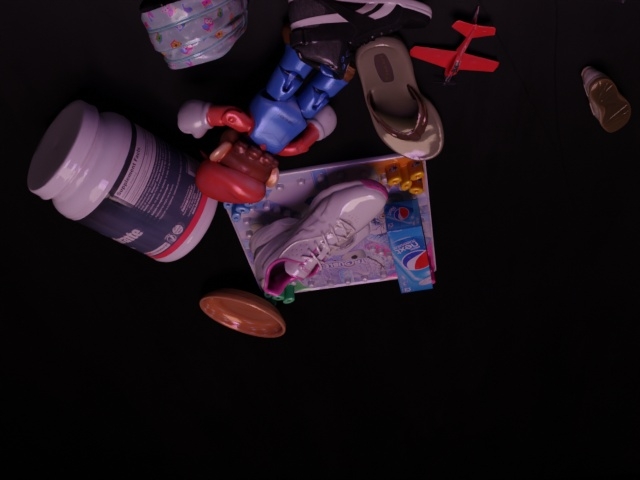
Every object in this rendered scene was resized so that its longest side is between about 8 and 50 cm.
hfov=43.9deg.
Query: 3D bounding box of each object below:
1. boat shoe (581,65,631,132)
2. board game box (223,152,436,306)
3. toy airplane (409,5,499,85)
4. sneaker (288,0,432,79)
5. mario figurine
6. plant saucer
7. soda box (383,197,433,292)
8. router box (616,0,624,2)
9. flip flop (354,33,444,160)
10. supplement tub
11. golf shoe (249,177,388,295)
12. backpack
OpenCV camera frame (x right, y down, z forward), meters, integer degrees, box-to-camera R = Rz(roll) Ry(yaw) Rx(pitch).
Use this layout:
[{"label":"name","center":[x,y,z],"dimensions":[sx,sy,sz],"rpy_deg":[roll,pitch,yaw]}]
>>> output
[{"label":"boat shoe","center":[0.481,-0.238,1.344],"dimensions":[0.056,0.048,0.153],"rpy_deg":[-36,140,19]},{"label":"board game box","center":[0.031,-0.005,1.600],"dimensions":[0.390,0.050,0.390],"rpy_deg":[-8,142,6]},{"label":"toy airplane","center":[0.223,-0.299,1.250],"dimensions":[0.151,0.028,0.151],"rpy_deg":[-1,142,-1]},{"label":"sneaker","center":[0.056,-0.291,1.150],"dimensions":[0.217,0.121,0.079],"rpy_deg":[1,-178,-17]},{"label":"mario figurine","center":[-0.096,-0.200,1.278],"dimensions":[0.198,0.170,0.320],"rpy_deg":[42,109,1]},{"label":"plant saucer","center":[-0.169,0.157,1.760],"dimensions":[0.200,0.037,0.200],"rpy_deg":[15,154,7]},{"label":"soda box","center":[0.171,0.014,1.535],"dimensions":[0.067,0.071,0.210],"rpy_deg":[-10,142,8]},{"label":"router box","center":[0.258,-0.444,0.906],"dimensions":[0.081,0.243,0.309],"rpy_deg":[-47,143,-17]},{"label":"flip flop","center":[0.131,-0.219,1.303],"dimensions":[0.112,0.080,0.277],"rpy_deg":[-14,141,13]},{"label":"supplement tub","center":[-0.326,-0.096,1.337],"dimensions":[0.191,0.191,0.272],"rpy_deg":[-32,134,32]},{"label":"golf shoe","center":[0.000,0.000,1.450],"dimensions":[0.306,0.140,0.115],"rpy_deg":[-31,133,29]},{"label":"backpack","center":[-0.167,-0.308,1.071],"dimensions":[0.152,0.182,0.115],"rpy_deg":[-21,116,17]}]
